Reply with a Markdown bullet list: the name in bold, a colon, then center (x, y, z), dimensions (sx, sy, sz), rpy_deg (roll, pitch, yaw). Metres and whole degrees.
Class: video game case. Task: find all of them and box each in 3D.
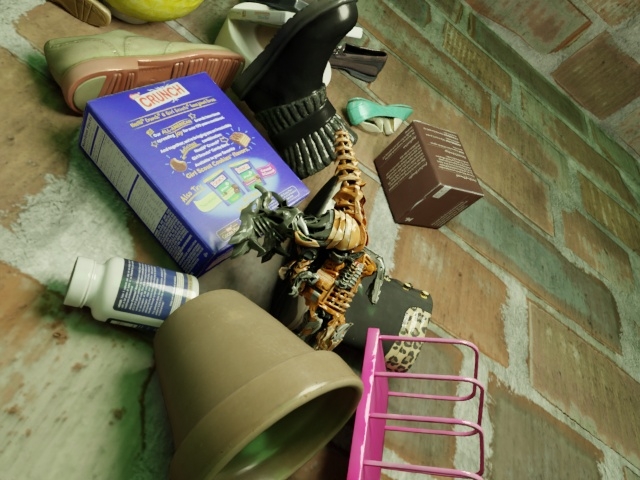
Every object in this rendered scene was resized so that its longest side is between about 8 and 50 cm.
- **video game case**: center (-0.058, -0.590, 1.294), dimensions (0.196, 0.026, 0.274), rpy_deg (8, 19, -40)
- **video game case**: center (-0.055, -0.490, 1.117), dimensions (0.227, 0.026, 0.206), rpy_deg (-11, 28, -42)

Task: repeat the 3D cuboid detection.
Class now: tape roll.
- **tape roll**: center (-0.115, -0.443, 1.217), dimensions (0.286, 0.100, 0.286), rpy_deg (20, 49, -25)

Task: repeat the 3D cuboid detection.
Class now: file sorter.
- **file sorter**: center (0.153, 0.314, 0.749), dimensions (0.182, 0.202, 0.290), rpy_deg (0, 44, 15)

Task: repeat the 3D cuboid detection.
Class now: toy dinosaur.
- **toy dinosaur**: center (0.000, 0.000, 0.770), dimensions (0.218, 0.164, 0.322), rpy_deg (10, 65, 15)

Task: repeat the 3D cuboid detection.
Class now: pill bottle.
- **pill bottle**: center (-0.273, 0.077, 0.720), dimensions (0.169, 0.094, 0.094), rpy_deg (18, 50, -28)

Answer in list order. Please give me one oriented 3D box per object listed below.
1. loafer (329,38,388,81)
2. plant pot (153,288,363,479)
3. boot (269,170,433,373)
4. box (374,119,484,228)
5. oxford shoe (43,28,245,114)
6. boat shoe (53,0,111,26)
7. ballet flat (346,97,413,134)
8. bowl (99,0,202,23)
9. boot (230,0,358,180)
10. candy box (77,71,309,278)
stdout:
- **loafer**: center (0.063, -0.555, 1.439), dimensions (0.302, 0.095, 0.109), rpy_deg (8, 54, -34)
- **plant pot**: center (-0.109, 0.192, 0.674), dimensions (0.263, 0.263, 0.229), rpy_deg (-10, 47, -42)
- **boot**: center (0.081, 0.057, 0.979), dimensions (0.284, 0.138, 0.377), rpy_deg (30, 50, -16)
- **box**: center (0.271, -0.164, 1.265), dimensions (0.167, 0.168, 0.203), rpy_deg (7, 57, -36)
- **oxford shoe**: center (-0.321, -0.354, 0.966), dimensions (0.397, 0.140, 0.146), rpy_deg (-23, 71, -46)
- **boat shoe**: center (-0.493, -0.493, 0.983), dimensions (0.170, 0.063, 0.059), rpy_deg (27, 53, -19)
- **ballet flat**: center (0.170, -0.340, 1.393), dimensions (0.247, 0.083, 0.087), rpy_deg (-5, 88, -40)
- **bowl**: center (-0.387, -0.557, 1.041), dimensions (0.289, 0.156, 0.289), rpy_deg (22, 48, -27)
- **boot**: center (0.001, -0.298, 1.002), dimensions (0.260, 0.348, 0.131), rpy_deg (54, 42, -7)
- **candy box**: center (-0.219, -0.129, 0.892), dimensions (0.317, 0.122, 0.268), rpy_deg (51, 44, 2)
